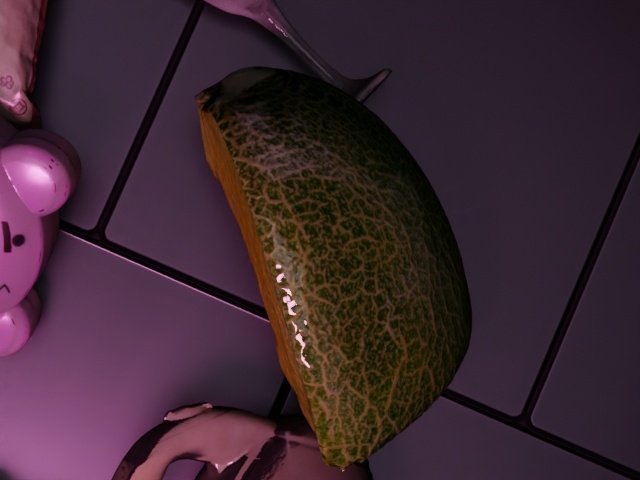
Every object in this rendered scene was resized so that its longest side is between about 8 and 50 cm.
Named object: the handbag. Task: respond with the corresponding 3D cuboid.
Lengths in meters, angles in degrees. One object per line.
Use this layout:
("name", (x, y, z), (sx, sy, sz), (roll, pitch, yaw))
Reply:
("handbag", (-0.373, -0.225, 1.822), (0.213, 0.127, 0.235), (6, 77, 9))

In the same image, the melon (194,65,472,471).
("melon", (0.000, 0.000, 1.752), (0.331, 0.226, 0.344), (-44, 124, -41))

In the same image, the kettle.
("kettle", (-0.084, 0.318, 1.756), (0.321, 0.228, 0.324), (23, 75, -27))

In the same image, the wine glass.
("wine glass", (-0.123, -0.193, 1.834), (0.309, 0.096, 0.264), (44, 72, -1))

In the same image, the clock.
("clock", (-0.418, -0.033, 1.767), (0.322, 0.113, 0.296), (19, 115, -2))
